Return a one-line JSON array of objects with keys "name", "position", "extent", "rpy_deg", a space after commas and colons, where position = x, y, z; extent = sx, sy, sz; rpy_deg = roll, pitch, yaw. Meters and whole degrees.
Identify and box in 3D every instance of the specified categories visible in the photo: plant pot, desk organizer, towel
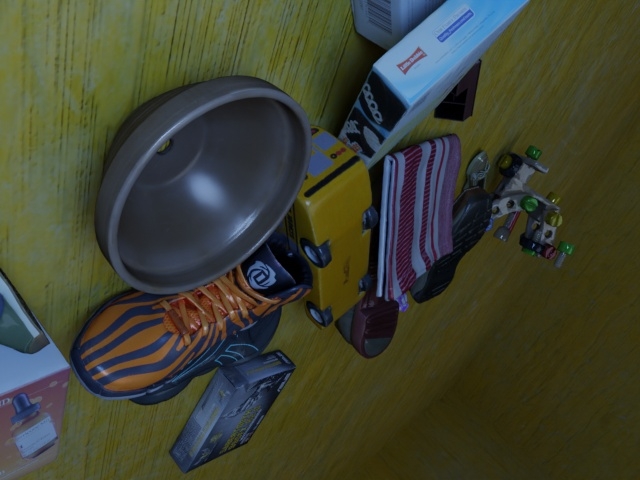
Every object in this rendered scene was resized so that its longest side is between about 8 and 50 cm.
[{"name": "plant pot", "position": [-0.130, -0.070, 0.589], "extent": [0.237, 0.109, 0.237], "rpy_deg": [-38, 154, -23]}, {"name": "desk organizer", "position": [0.226, -0.249, 0.979], "extent": [0.050, 0.047, 0.130], "rpy_deg": [-39, 153, -15]}, {"name": "towel", "position": [0.179, -0.052, 1.020], "extent": [0.329, 0.037, 0.237], "rpy_deg": [-27, 122, -58]}]

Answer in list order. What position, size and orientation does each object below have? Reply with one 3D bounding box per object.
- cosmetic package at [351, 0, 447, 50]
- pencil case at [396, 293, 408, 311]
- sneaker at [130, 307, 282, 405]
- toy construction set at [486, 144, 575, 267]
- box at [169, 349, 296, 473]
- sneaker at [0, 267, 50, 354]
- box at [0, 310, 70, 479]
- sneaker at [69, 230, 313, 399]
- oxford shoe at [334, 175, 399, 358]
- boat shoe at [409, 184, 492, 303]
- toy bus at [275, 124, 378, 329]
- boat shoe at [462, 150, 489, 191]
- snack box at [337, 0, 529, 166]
[{"name": "cosmetic package", "position": [0.142, -0.336, 0.683], "extent": [0.231, 0.085, 0.117], "rpy_deg": [-43, 155, -15]}, {"name": "pencil case", "position": [0.143, 0.101, 1.289], "extent": [0.086, 0.088, 0.206], "rpy_deg": [-48, 154, -7]}, {"name": "sneaker", "position": [-0.158, 0.135, 0.844], "extent": [0.267, 0.101, 0.106], "rpy_deg": [-30, 147, -35]}, {"name": "toy construction set", "position": [0.511, -0.103, 1.480], "extent": [0.237, 0.257, 0.309], "rpy_deg": [-66, 173, 8]}, {"name": "box", "position": [-0.168, 0.328, 1.148], "extent": [0.183, 0.056, 0.231], "rpy_deg": [-3, 129, -57]}, {"name": "sneaker", "position": [-0.318, 0.051, 0.512], "extent": [0.086, 0.064, 0.192], "rpy_deg": [-34, 143, -23]}, {"name": "box", "position": [-0.348, 0.179, 0.611], "extent": [0.130, 0.091, 0.171], "rpy_deg": [-20, 143, -45]}, {"name": "sneaker", "position": [-0.131, 0.066, 0.705], "extent": [0.180, 0.125, 0.321], "rpy_deg": [-34, 177, 36]}, {"name": "oxford shoe", "position": [0.079, 0.039, 1.082], "extent": [0.122, 0.130, 0.349], "rpy_deg": [-5, 112, -40]}, {"name": "boat shoe", "position": [0.254, 0.002, 1.293], "extent": [0.122, 0.120, 0.324], "rpy_deg": [-13, 143, -34]}, {"name": "toy bus", "position": [0.000, 0.000, 0.869], "extent": [0.108, 0.130, 0.333], "rpy_deg": [-39, 153, -22]}, {"name": "boat shoe", "position": [0.361, -0.142, 1.340], "extent": [0.056, 0.048, 0.153], "rpy_deg": [-37, 152, -24]}, {"name": "snack box", "position": [0.113, -0.184, 0.731], "extent": [0.187, 0.060, 0.322], "rpy_deg": [-43, 179, -12]}]
